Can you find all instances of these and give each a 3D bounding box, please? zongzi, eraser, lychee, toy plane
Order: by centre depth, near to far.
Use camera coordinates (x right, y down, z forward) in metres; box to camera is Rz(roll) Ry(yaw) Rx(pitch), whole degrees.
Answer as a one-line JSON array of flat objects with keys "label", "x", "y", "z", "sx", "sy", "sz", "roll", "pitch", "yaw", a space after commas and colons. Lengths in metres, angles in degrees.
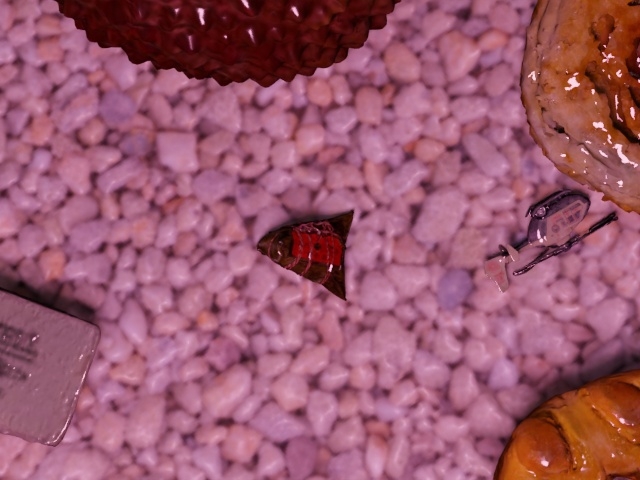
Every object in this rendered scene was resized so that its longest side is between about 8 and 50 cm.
[{"label": "lychee", "x": -0.079, "y": -0.268, "z": 1.178, "sx": 0.330, "sy": 0.306, "sz": 0.306, "roll": 38, "pitch": 87, "yaw": -22}, {"label": "eraser", "x": -0.354, "y": 0.066, "z": 1.257, "sx": 0.352, "sy": 0.077, "sz": 0.111, "roll": 20, "pitch": 86, "yaw": 5}, {"label": "toy plane", "x": 0.187, "y": -0.006, "z": 1.262, "sx": 0.120, "sy": 0.031, "sz": 0.049, "roll": -31, "pitch": 92, "yaw": -3}, {"label": "zongzi", "x": 0.000, "y": 0.000, "z": 1.268, "sx": 0.083, "sy": 0.067, "sz": 0.073, "roll": 29, "pitch": 74, "yaw": -13}]

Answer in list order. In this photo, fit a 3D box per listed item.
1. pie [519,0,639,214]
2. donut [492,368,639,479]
[{"label": "pie", "x": 0.301, "y": -0.145, "z": 1.242, "sx": 0.308, "sy": 0.085, "sz": 0.308, "roll": 0, "pitch": 85, "yaw": 3}, {"label": "donut", "x": 0.242, "y": 0.211, "z": 1.177, "sx": 0.226, "sy": 0.114, "sz": 0.227, "roll": 2, "pitch": 72, "yaw": -7}]
